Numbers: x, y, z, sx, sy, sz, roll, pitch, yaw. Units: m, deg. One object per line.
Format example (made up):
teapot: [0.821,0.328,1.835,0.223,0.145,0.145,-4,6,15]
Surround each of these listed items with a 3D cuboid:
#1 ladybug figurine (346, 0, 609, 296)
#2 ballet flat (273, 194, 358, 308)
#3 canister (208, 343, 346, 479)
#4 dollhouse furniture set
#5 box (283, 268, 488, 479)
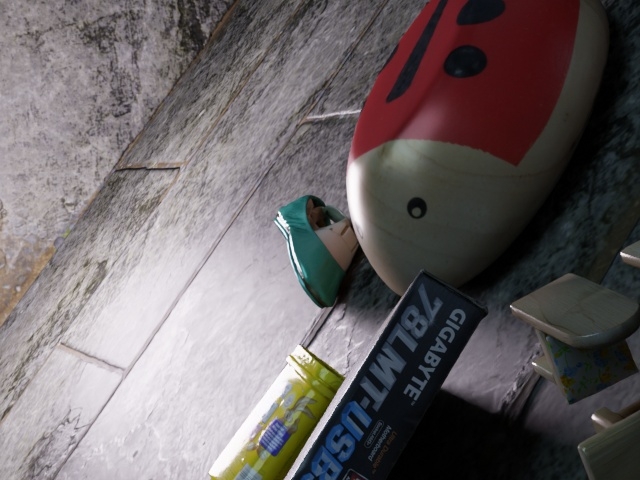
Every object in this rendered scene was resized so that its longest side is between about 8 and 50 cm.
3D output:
ladybug figurine: [0.157,-0.145,1.388,0.305,0.162,0.449,-26,31,49]
ballet flat: [0.000,0.000,1.597,0.087,0.083,0.247,-35,24,4]
canister: [-0.036,0.204,1.330,0.170,0.073,0.126,-53,20,-2]
dollhouse furniture set: [0.266,0.096,0.695,0.242,0.212,0.161,-26,16,-10]
box: [0.014,0.194,1.088,0.295,0.073,0.293,-58,-2,-19]
